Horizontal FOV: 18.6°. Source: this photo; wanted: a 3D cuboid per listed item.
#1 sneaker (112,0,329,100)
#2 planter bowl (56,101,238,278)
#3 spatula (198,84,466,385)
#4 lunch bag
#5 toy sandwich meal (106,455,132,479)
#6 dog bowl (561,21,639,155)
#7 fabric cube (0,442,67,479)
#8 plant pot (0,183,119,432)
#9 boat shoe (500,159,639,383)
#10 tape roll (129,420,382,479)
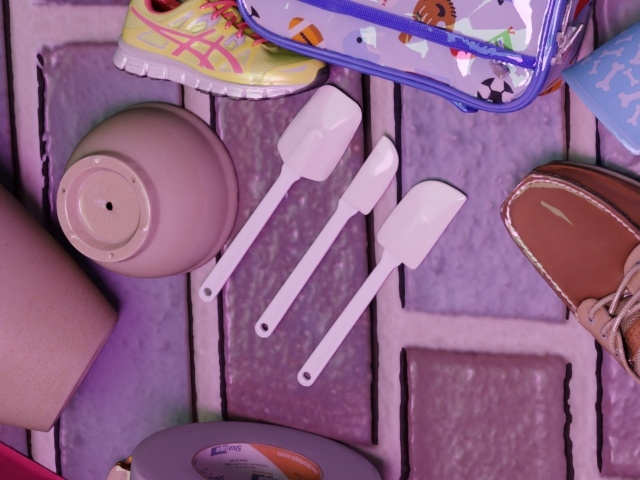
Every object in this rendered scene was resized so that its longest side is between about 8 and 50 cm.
[{"bbox_3d":[-0.087,-0.177,1.700,0.208,0.081,0.094,14,104,22],"label":"sneaker"},{"bbox_3d":[-0.169,-0.037,1.751,0.162,0.109,0.162,6,104,24],"label":"planter bowl"},{"bbox_3d":[0.000,0.000,1.736,0.168,0.019,0.242,39,115,6],"label":"spatula"},{"bbox_3d":[0.086,-0.235,1.593,0.303,0.115,0.243,21,111,20],"label":"lunch bag"},{"bbox_3d":[-0.165,0.238,1.852,0.085,0.029,0.085,5,103,23],"label":"toy sandwich meal"},{"bbox_3d":[0.317,-0.052,1.505,0.297,0.166,0.074,46,103,9],"label":"dog bowl"},{"bbox_3d":[-0.347,0.362,1.839,0.259,0.254,0.258,27,109,18],"label":"fabric cube"},{"bbox_3d":[-0.334,0.054,1.789,0.274,0.256,0.256,32,113,-2],"label":"plant pot"},{"bbox_3d":[0.279,0.059,1.561,0.324,0.120,0.122,40,114,12],"label":"boat shoe"},{"bbox_3d":[-0.058,0.229,1.696,0.219,0.219,0.072,14,107,21],"label":"tape roll"}]
